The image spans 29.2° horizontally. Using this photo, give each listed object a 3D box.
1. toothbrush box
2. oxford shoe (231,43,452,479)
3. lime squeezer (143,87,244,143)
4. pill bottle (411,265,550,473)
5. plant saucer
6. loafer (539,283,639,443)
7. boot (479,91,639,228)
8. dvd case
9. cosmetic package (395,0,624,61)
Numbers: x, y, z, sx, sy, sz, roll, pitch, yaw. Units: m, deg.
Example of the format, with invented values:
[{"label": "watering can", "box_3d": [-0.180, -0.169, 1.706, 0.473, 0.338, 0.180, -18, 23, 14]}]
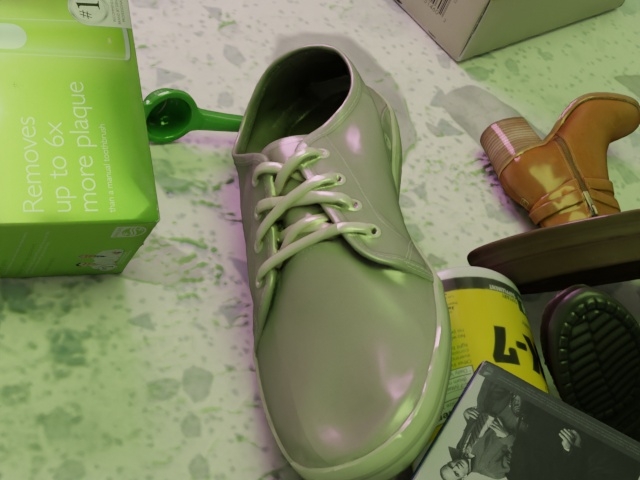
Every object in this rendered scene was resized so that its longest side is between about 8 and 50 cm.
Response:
[{"label": "toothbrush box", "box_3d": [-0.283, -0.083, 0.935, 0.283, 0.122, 0.206, -1, 69, -24]}, {"label": "oxford shoe", "box_3d": [0.000, 0.000, 0.978, 0.130, 0.169, 0.449, 51, 23, -39]}, {"label": "lime squeezer", "box_3d": [-0.165, -0.129, 1.124, 0.310, 0.059, 0.110, 19, 16, -6]}, {"label": "pill bottle", "box_3d": [0.122, 0.135, 0.961, 0.119, 0.119, 0.209, 6, 49, -20]}, {"label": "plant saucer", "box_3d": [0.265, 0.008, 1.056, 0.277, 0.278, 0.041, -4, 80, -27]}, {"label": "loafer", "box_3d": [0.222, 0.113, 1.001, 0.080, 0.220, 0.078, -32, 37, -5]}, {"label": "boot", "box_3d": [0.272, -0.066, 1.243, 0.197, 0.073, 0.152, -16, 57, -20]}, {"label": "dvd case", "box_3d": [0.136, 0.202, 0.801, 0.179, 0.030, 0.239, 29, 48, 12]}, {"label": "cosmetic package", "box_3d": [0.231, -0.328, 1.426, 0.309, 0.113, 0.160, -25, 64, -37]}]
